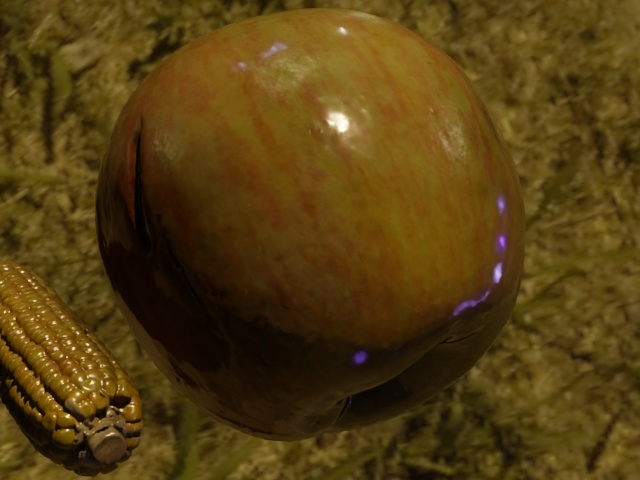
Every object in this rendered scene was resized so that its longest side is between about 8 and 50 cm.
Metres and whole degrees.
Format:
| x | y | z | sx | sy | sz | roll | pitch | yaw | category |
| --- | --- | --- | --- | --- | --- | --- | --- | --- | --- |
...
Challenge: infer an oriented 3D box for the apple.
| x | y | z | sx | sy | sz | roll | pitch | yaw | category |
| --- | --- | --- | --- | --- | --- | --- | --- | --- | --- |
| 0.000 | 0.000 | 0.909 | 0.264 | 0.264 | 0.264 | 11 | 70 | -33 | apple |

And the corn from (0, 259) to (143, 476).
| x | y | z | sx | sy | sz | roll | pitch | yaw | category |
| --- | --- | --- | --- | --- | --- | --- | --- | --- | --- |
| -0.163 | 0.070 | 0.888 | 0.068 | 0.207 | 0.068 | -15 | 122 | -26 | corn |
